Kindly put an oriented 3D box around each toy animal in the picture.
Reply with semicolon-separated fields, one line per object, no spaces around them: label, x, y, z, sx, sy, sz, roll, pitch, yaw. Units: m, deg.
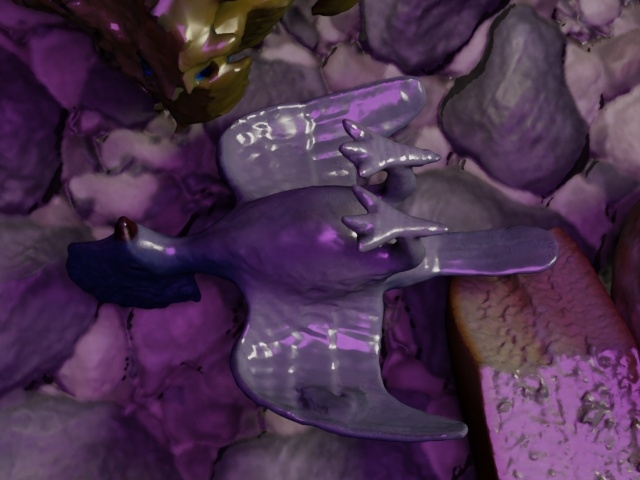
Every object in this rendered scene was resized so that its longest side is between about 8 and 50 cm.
toy animal;0.000;0.000;0.817;0.255;0.176;0.239;13;60;-25

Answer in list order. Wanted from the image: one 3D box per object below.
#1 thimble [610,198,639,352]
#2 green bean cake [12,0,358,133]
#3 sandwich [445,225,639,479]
thimble;0.291;0.034;0.840;0.229;0.148;0.196;13;74;-19
green bean cake;-0.141;-0.189;0.770;0.310;0.202;0.285;45;79;-2
sandwich;0.135;0.119;0.837;0.094;0.096;0.258;-11;82;-7
